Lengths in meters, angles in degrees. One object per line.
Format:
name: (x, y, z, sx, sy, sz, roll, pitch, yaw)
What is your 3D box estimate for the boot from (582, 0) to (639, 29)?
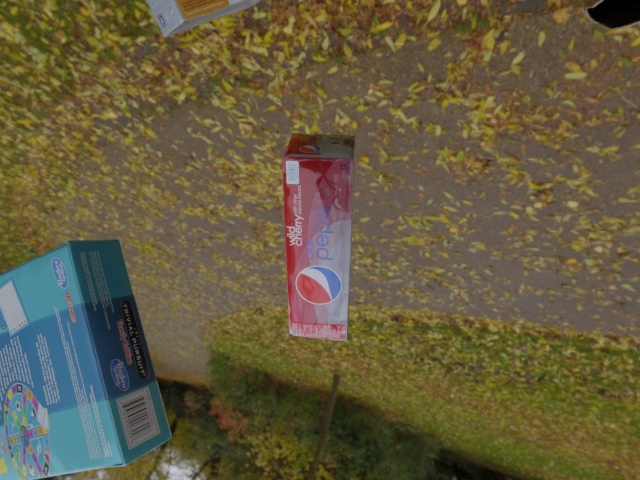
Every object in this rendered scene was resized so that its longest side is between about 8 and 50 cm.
boot: (0.358, -0.261, 0.372, 0.112, 0.115, 0.305, 32, 156, -28)

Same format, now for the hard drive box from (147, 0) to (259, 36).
hard drive box: (-0.200, -0.455, 0.727, 0.089, 0.181, 0.232, 6, 126, 54)

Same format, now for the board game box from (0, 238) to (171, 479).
board game box: (-0.372, 0.169, 0.631, 0.336, 0.254, 0.079, -19, 174, 24)

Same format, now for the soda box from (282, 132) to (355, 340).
soda box: (0.000, 0.000, 0.635, 0.083, 0.092, 0.263, 3, 119, 3)
